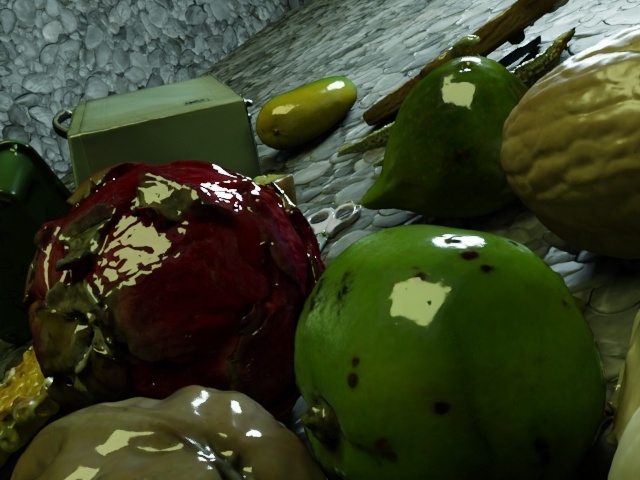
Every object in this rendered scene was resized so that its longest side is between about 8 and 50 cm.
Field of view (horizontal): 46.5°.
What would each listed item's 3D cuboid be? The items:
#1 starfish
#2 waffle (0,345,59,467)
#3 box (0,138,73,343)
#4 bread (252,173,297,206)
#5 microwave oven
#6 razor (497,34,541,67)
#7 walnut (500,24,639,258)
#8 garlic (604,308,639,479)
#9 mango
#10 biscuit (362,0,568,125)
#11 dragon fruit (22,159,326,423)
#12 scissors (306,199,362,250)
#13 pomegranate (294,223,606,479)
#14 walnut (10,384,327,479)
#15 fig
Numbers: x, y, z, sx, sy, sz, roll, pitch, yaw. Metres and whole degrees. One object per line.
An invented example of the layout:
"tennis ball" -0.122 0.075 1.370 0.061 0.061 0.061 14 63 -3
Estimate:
"starfish" 0.211 -0.195 1.137 0.347 0.078 0.358 -22 -14 -37
"waffle" -0.396 0.199 1.042 0.329 0.062 0.329 -40 17 15
"box" -0.556 0.016 1.345 0.253 0.329 0.178 -28 32 5
"bread" -0.171 0.030 0.994 0.077 0.138 0.361 12 31 43
"microwave oven" -0.287 -0.135 1.353 0.333 0.247 0.394 -13 21 -11
"razor" 0.347 -0.329 1.356 0.190 0.033 0.066 -42 27 -28
"walnut" 0.300 -0.093 0.719 0.261 0.225 0.225 -7 32 50
"garlic" 0.260 0.106 0.391 0.184 0.203 0.281 22 31 17
"mango" -0.022 -0.272 1.576 0.251 0.114 0.156 -25 11 -21
"biscuit" 0.266 -0.330 1.367 0.432 0.064 0.283 -34 4 19
"dragon fruit" -0.136 0.070 0.766 0.329 0.329 0.329 -24 24 12
"scissors" 0.000 0.000 1.113 0.100 0.015 0.189 -12 30 29
"pomegranate" 0.119 0.093 0.572 0.302 0.236 0.236 -13 9 -41
"walnut" -0.113 0.230 0.503 0.273 0.227 0.273 -56 20 33
"fig" 0.155 -0.102 0.968 0.275 0.206 0.206 -32 19 31
